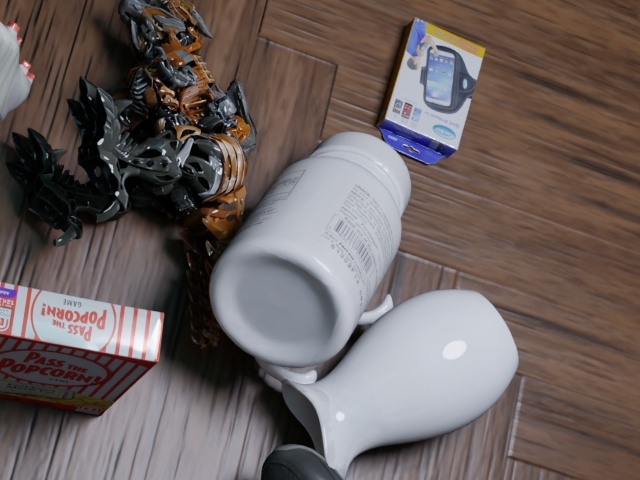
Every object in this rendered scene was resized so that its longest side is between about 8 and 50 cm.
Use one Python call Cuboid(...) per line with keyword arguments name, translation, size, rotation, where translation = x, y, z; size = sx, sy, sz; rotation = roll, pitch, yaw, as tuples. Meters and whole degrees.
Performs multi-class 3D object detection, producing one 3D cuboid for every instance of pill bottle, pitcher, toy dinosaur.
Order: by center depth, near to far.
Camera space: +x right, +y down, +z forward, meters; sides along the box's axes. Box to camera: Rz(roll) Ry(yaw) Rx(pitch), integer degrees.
Cuboid(name="pill bottle", translation=(0.000, 0.000, 1.684), size=(0.131, 0.131, 0.229), rotation=(39, 37, -5))
Cuboid(name="toy dinosaur", translation=(-0.135, -0.074, 1.690), size=(0.218, 0.164, 0.322), rotation=(-2, 51, -38))
Cuboid(name="pitcher", translation=(0.057, 0.108, 1.716), size=(0.207, 0.125, 0.177), rotation=(-28, 74, -15))

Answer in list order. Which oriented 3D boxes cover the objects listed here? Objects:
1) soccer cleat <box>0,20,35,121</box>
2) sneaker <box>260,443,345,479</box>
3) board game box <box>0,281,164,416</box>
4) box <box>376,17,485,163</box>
Cuboid(name="soccer cleat", translation=(-0.293, -0.150, 1.625), size=(0.068, 0.196, 0.076), rotation=(31, 76, 13))
Cuboid(name="sneaker", translation=(-0.012, 0.306, 1.604), size=(0.106, 0.101, 0.267), rotation=(-5, 78, -42))
Cuboid(name="board game box", translation=(-0.226, 0.091, 1.564), size=(0.147, 0.193, 0.045), rotation=(12, 68, -16))
Cuboid(name="box", translation=(0.108, -0.144, 1.866), size=(0.081, 0.028, 0.136), rotation=(22, 64, -13))
